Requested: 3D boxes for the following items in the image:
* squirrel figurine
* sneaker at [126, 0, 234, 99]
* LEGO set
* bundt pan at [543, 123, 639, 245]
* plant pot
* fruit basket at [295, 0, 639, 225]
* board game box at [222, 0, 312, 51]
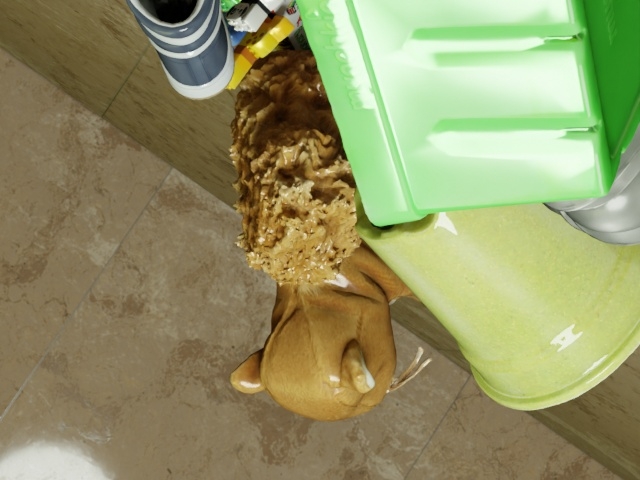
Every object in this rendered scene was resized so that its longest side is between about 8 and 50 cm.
[{"bbox_3d":[0.000,0.000,2.025,0.281,0.371,0.397,4,153,31],"label":"squirrel figurine"},{"bbox_3d":[-0.163,-0.295,1.829,0.153,0.099,0.282,68,-179,-67],"label":"sneaker"},{"bbox_3d":[-0.107,-0.222,1.957,0.087,0.093,0.227,43,165,-31],"label":"LEGO set"},{"bbox_3d":[0.192,-0.105,1.566,0.330,0.124,0.331,33,-176,-2],"label":"bundt pan"},{"bbox_3d":[0.179,-0.009,1.825,0.254,0.276,0.276,37,170,-28],"label":"plant pot"},{"bbox_3d":[0.035,-0.222,1.179,0.392,0.283,0.392,20,148,13],"label":"fruit basket"},{"bbox_3d":[-0.141,-0.311,2.074,0.305,0.053,0.193,30,170,21],"label":"board game box"}]
